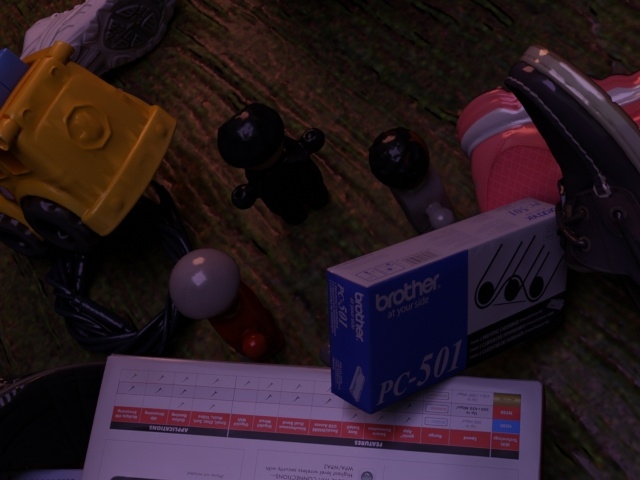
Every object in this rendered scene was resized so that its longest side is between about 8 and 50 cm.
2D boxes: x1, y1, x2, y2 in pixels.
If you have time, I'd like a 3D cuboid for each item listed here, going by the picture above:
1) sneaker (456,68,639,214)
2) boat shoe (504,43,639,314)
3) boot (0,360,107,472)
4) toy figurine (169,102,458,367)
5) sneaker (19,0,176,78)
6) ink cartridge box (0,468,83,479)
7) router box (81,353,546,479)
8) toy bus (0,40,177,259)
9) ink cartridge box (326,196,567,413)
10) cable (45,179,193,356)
[{"bbox_3d":[0.267,-0.068,0.829,0.314,0.116,0.136,-12,71,24],"label":"sneaker"},{"bbox_3d":[0.214,-0.008,0.744,0.092,0.103,0.285,-38,99,8],"label":"boat shoe"},{"bbox_3d":[-0.283,0.145,0.932,0.236,0.085,0.179,-15,14,-27],"label":"boot"},{"bbox_3d":[0.000,0.000,0.864,0.210,0.148,0.213,9,68,26],"label":"toy figurine"},{"bbox_3d":[-0.258,-0.223,1.122,0.232,0.090,0.115,-45,53,-5],"label":"sneaker"},{"bbox_3d":[-0.226,0.285,0.866,0.311,0.065,0.185,-4,64,19],"label":"ink cartridge box"},{"bbox_3d":[-0.015,0.243,0.748,0.336,0.082,0.301,3,65,11],"label":"router box"},{"bbox_3d":[-0.277,-0.097,0.962,0.220,0.211,0.149,-8,50,50],"label":"toy bus"},{"bbox_3d":[0.098,0.042,0.760,0.207,0.097,0.046,-19,27,-35],"label":"ink cartridge box"},{"bbox_3d":[-0.187,0.033,0.984,0.151,0.047,0.184,-30,58,6],"label":"cable"}]
